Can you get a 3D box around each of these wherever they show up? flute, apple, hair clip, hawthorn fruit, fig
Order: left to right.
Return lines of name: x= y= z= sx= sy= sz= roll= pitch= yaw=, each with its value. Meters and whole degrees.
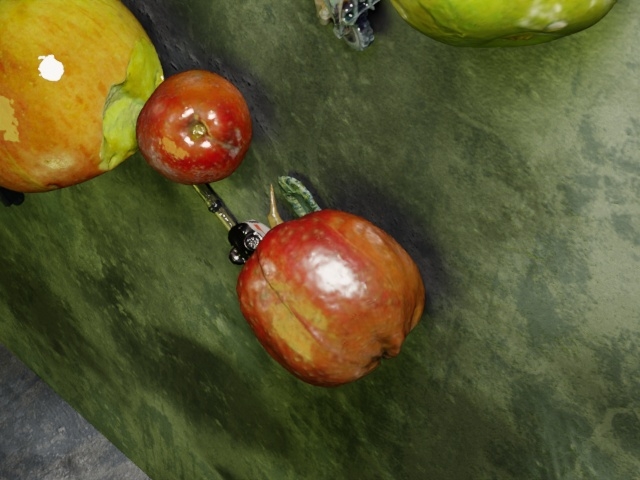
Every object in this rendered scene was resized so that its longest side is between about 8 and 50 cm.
apple: x=-0.409 y=-0.243 z=1.957 sx=0.339 sy=0.339 sz=0.339 roll=36 pitch=150 yaw=24
hawthorn fruit: x=-0.176 y=-0.159 z=1.907 sx=0.173 sy=0.173 sz=0.173 roll=36 pitch=150 yaw=24
flute: x=-0.149 y=-0.023 z=2.193 sx=0.233 sy=0.027 sz=0.027 roll=52 pitch=153 yaw=-6
hair clip: x=0.001 y=-0.002 z=1.986 sx=0.066 sy=0.036 sz=0.229 roll=-6 pitch=115 yaw=53
hawthorn fruit: x=0.011 y=0.081 z=1.864 sx=0.262 sy=0.258 sz=0.258 roll=20 pitch=152 yaw=-4
fig: x=0.158 y=-0.318 z=1.226 sx=0.233 sy=0.233 sz=0.314 roll=113 pitch=156 yaw=-61

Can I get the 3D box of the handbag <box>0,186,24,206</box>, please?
handbag: x=-0.533 y=-0.237 z=2.177 sx=0.122 sy=0.303 sz=0.329 roll=-17 pitch=116 yaw=35

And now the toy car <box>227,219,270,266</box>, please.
toy car: x=-0.050 y=0.046 z=2.057 sx=0.209 sy=0.108 sz=0.089 roll=53 pitch=155 yaw=2

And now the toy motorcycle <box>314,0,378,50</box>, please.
toy motorcycle: x=0.017 y=-0.311 z=1.515 sx=0.130 sy=0.094 sz=0.229 roll=45 pitch=166 yaw=18
